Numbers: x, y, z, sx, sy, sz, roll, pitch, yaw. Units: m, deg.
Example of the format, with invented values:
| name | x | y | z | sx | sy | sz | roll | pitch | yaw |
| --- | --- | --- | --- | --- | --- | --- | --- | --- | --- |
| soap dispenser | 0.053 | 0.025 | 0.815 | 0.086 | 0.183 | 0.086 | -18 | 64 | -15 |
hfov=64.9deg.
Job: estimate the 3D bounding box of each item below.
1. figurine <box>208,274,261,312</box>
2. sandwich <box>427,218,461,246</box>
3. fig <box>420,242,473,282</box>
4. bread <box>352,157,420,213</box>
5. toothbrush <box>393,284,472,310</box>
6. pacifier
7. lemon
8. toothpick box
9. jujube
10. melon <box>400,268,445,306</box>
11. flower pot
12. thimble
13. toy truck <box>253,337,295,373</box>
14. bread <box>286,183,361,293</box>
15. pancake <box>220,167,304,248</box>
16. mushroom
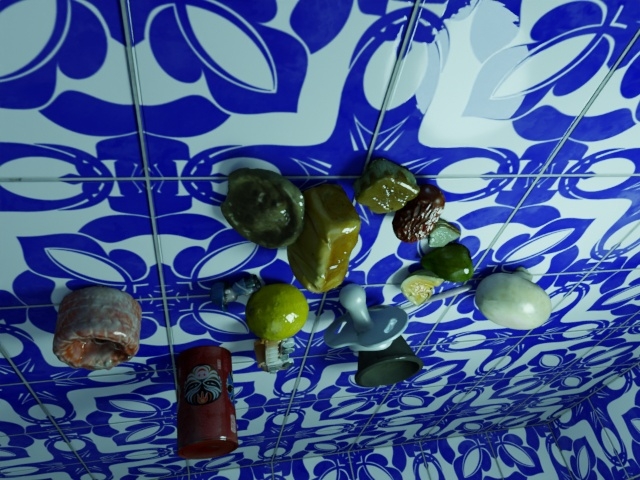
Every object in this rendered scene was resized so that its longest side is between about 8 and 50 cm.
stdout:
| name | x | y | z | sx | sy | sz | roll | pitch | yaw |
| --- | --- | --- | --- | --- | --- | --- | --- | --- | --- |
| figurine | -0.249 | 0.146 | 1.464 | 0.149 | 0.086 | 0.087 | -26 | 104 | 1 |
| sandwich | 0.341 | -0.020 | 1.452 | 0.093 | 0.035 | 0.105 | -36 | 137 | 29 |
| fig | 0.378 | 0.068 | 1.515 | 0.156 | 0.123 | 0.123 | -6 | 145 | 15 |
| bread | 0.157 | -0.128 | 1.230 | 0.140 | 0.069 | 0.128 | 18 | 135 | -33 |
| toothbrush | 0.383 | 0.207 | 1.774 | 0.307 | 0.025 | 0.029 | -20 | 135 | 10 |
| pacifier | 0.135 | 0.237 | 1.637 | 0.300 | 0.244 | 0.233 | -8 | 118 | 33 |
| lemon | -0.130 | 0.211 | 1.502 | 0.181 | 0.193 | 0.180 | 5 | 108 | 16 |
| toothpick box | -0.398 | 0.560 | 1.752 | 0.204 | 0.333 | 0.204 | -8 | 144 | -6 |
| jujube | 0.252 | -0.071 | 1.301 | 0.109 | 0.112 | 0.176 | 22 | 137 | -2 |
| melon | 0.326 | 0.131 | 1.623 | 0.128 | 0.079 | 0.160 | 22 | 135 | -13 |
| flower pot | 0.241 | 0.439 | 1.924 | 0.269 | 0.166 | 0.269 | -10 | 144 | -8 |
| thimble | -0.629 | 0.254 | 1.423 | 0.240 | 0.162 | 0.239 | -8 | 142 | -6 |
| toy truck | -0.164 | 0.365 | 1.748 | 0.135 | 0.114 | 0.270 | -9 | 143 | -11 |
| bread | 0.000 | 0.000 | 1.277 | 0.132 | 0.166 | 0.294 | -21 | 148 | -29 |
| pancake | -0.137 | -0.070 | 1.175 | 0.222 | 0.042 | 0.236 | 41 | 134 | -13 |
| mushroom | 0.659 | 0.192 | 1.709 | 0.246 | 0.202 | 0.246 | 29 | 161 | 11 |
